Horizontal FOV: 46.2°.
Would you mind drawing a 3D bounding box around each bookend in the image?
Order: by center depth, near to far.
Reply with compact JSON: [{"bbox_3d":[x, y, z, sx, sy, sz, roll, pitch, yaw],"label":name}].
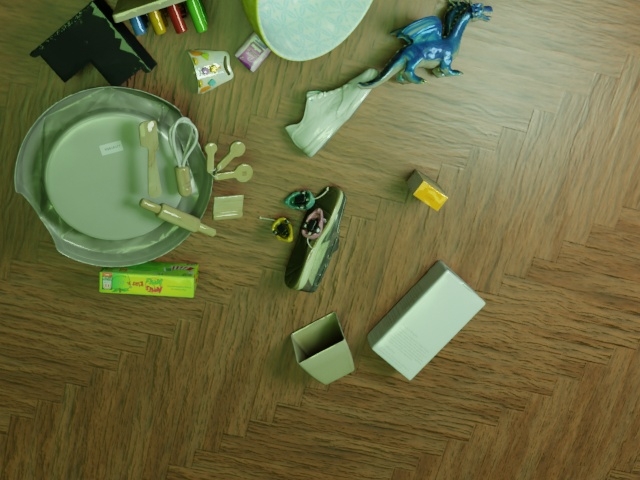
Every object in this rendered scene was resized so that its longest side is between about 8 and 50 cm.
[{"bbox_3d":[-0.418,-0.337,1.391,0.156,0.072,0.157,-35,111,13],"label":"bookend"}]

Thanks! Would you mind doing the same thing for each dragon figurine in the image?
[{"bbox_3d":[0.184,-0.369,1.403,0.289,0.085,0.143,-14,104,-11],"label":"dragon figurine"}]

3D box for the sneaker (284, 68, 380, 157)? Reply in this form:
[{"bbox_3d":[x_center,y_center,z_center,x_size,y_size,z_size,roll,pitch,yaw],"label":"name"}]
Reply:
[{"bbox_3d":[0.020,-0.264,1.444,0.094,0.080,0.212,44,100,-2],"label":"sneaker"}]

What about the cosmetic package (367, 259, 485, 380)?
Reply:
[{"bbox_3d":[0.218,0.167,1.572,0.117,0.085,0.231,42,97,-14],"label":"cosmetic package"}]

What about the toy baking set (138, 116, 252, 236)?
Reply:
[{"bbox_3d":[-0.240,-0.117,1.377,0.256,0.030,0.196,20,101,-34],"label":"toy baking set"}]

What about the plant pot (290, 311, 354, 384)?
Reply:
[{"bbox_3d":[0.014,0.235,1.569,0.109,0.109,0.096,-28,118,4],"label":"plant pot"}]

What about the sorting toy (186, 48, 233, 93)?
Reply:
[{"bbox_3d":[-0.206,-0.328,1.430,0.075,0.045,0.083,-18,107,-19],"label":"sorting toy"}]

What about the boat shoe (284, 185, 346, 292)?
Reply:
[{"bbox_3d":[0.000,0.001,1.518,0.073,0.080,0.223,23,91,-39],"label":"boat shoe"}]

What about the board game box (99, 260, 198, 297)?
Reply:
[{"bbox_3d":[-0.341,0.075,1.502,0.182,0.092,0.043,4,105,-5],"label":"board game box"}]

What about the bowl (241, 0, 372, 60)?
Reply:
[{"bbox_3d":[-0.042,-0.479,1.317,0.156,0.289,0.289,41,103,31],"label":"bowl"}]

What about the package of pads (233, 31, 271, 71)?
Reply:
[{"bbox_3d":[-0.120,-0.366,1.423,0.050,0.032,0.083,41,99,-11],"label":"package of pads"}]

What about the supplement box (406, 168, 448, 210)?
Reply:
[{"bbox_3d":[0.210,-0.101,1.486,0.062,0.098,0.036,33,105,-13],"label":"supplement box"}]

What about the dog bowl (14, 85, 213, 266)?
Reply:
[{"bbox_3d":[-0.381,-0.127,1.394,0.349,0.102,0.348,-9,118,-17],"label":"dog bowl"}]

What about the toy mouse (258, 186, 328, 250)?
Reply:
[{"bbox_3d":[-0.028,-0.048,1.484,0.143,0.161,0.031,-47,141,4],"label":"toy mouse"}]

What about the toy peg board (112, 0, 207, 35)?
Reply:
[{"bbox_3d":[-0.275,-0.409,1.342,0.161,0.161,0.079,-18,121,1],"label":"toy peg board"}]
